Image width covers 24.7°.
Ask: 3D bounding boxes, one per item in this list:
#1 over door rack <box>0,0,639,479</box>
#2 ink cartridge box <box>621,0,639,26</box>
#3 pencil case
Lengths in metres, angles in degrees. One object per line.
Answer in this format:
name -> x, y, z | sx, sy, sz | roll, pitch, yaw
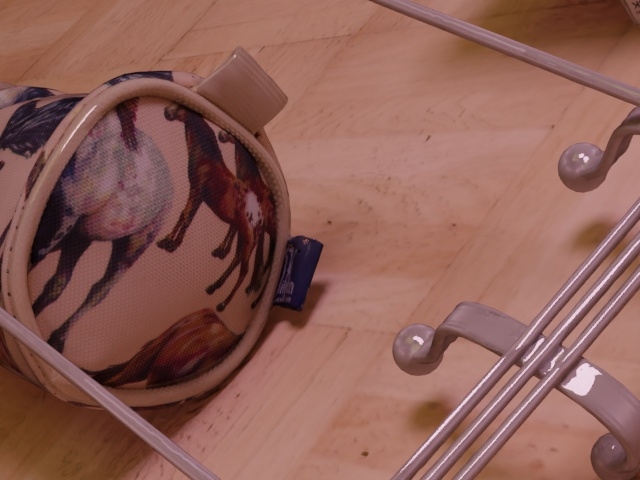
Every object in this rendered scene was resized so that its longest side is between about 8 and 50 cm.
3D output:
over door rack -> 0.000, 0.000, 0.587 | 0.324, 0.108, 0.239 | 35, 71, 30
ink cartridge box -> 0.211, -0.182, 0.760 | 0.099, 0.056, 0.135 | -14, 35, 38
pencil case -> -0.170, -0.024, 0.854 | 0.183, 0.160, 0.410 | -48, 28, -18
